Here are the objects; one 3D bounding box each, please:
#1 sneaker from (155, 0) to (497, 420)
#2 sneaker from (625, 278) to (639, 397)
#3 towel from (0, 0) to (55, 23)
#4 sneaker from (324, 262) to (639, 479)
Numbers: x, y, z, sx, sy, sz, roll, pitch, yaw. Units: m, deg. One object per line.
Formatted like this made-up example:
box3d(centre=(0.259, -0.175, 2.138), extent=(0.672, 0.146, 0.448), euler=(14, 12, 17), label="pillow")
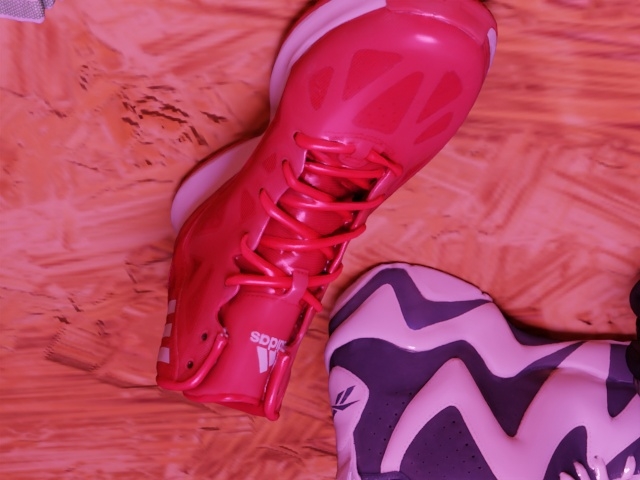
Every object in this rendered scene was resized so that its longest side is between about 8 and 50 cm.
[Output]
box3d(centre=(0.000, 0.000, 0.783), extent=(0.087, 0.128, 0.221), euler=(17, 145, -16), label="sneaker")
box3d(centre=(0.222, 0.057, 0.879), extent=(0.227, 0.130, 0.087), euler=(-2, 151, -39), label="sneaker")
box3d(centre=(-0.163, -0.135, 0.713), extent=(0.113, 0.023, 0.152), euler=(-1, 144, 9), label="towel")
box3d(centre=(0.105, 0.117, 0.904), extent=(0.235, 0.153, 0.094), euler=(24, 143, -19), label="sneaker")
